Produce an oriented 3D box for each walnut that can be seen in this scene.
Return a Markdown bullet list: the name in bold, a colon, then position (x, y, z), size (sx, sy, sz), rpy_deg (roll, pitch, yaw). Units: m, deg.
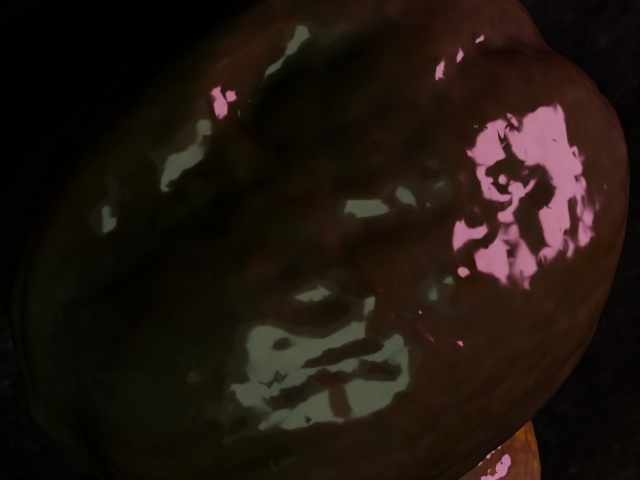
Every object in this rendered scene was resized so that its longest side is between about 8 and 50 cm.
- **walnut**: position (0.000, 0.000, 0.634), size (0.283, 0.227, 0.283), rpy_deg (-28, 145, -22)

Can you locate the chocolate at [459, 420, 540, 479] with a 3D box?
- **chocolate**: position (-0.014, 0.178, 0.832), size (0.309, 0.134, 0.134), rpy_deg (-29, 134, -7)
